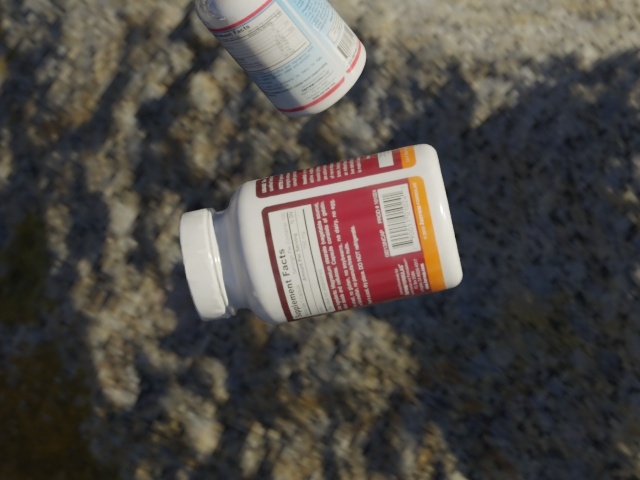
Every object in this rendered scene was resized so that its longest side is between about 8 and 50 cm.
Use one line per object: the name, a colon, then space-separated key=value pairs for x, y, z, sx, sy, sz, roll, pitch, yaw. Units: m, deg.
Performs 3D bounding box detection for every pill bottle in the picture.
pill bottle: x=-0.042 y=-0.177 z=1.357 sx=0.087 sy=0.160 sz=0.087 roll=-29 pitch=32 yaw=21
pill bottle: x=0.000 y=0.000 z=0.997 sx=0.152 sy=0.086 sz=0.086 roll=-11 pitch=63 yaw=4
